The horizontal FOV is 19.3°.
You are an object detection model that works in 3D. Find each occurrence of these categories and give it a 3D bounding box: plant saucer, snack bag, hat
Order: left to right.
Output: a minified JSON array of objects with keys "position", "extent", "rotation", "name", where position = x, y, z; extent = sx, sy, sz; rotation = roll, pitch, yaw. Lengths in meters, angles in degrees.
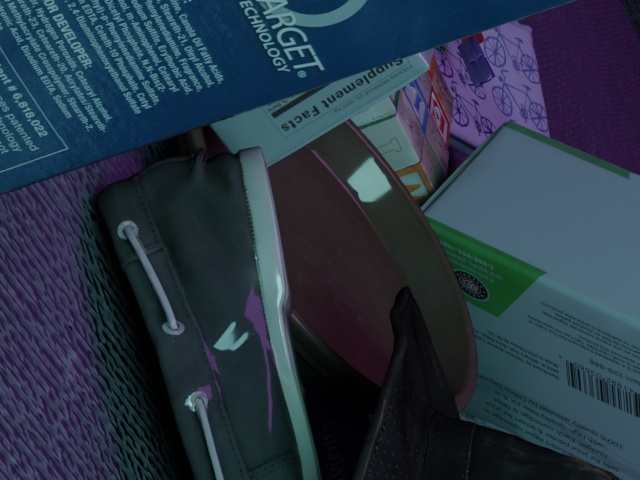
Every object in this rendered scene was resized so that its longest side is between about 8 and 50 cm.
[{"position":[0.000,0.000,1.193],"extent":[0.278,0.041,0.278],"rotation":[43,25,-26],"name":"plant saucer"},{"position":[0.100,-0.233,1.708],"extent":[0.323,0.037,0.342],"rotation":[24,50,-49],"name":"snack bag"},{"position":[0.105,0.190,1.013],"extent":[0.331,0.134,0.331],"rotation":[0,90,-76],"name":"hat"}]

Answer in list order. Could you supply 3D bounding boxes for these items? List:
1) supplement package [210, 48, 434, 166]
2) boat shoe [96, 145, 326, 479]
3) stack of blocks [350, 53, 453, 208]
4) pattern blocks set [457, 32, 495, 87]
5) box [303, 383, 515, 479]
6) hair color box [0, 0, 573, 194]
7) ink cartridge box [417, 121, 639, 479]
[{"position":[-0.048,-0.187,1.110],"extent":[0.244,0.134,0.139],"rotation":[53,23,-17],"name":"supplement package"},{"position":[-0.047,0.115,0.992],"extent":[0.112,0.095,0.335],"rotation":[77,2,-75],"name":"boat shoe"},{"position":[-0.001,-0.170,1.376],"extent":[0.171,0.087,0.297],"rotation":[-78,145,-57],"name":"stack of blocks"},{"position":[0.059,-0.267,1.512],"extent":[0.325,0.026,0.285],"rotation":[61,10,-18],"name":"pattern blocks set"},{"position":[0.079,0.212,1.277],"extent":[0.293,0.057,0.201],"rotation":[28,46,-60],"name":"box"},{"position":[-0.047,-0.135,0.794],"extent":[0.174,0.347,0.105],"rotation":[-82,149,-52],"name":"hair color box"},{"position":[0.200,0.080,1.398],"extent":[0.121,0.211,0.289],"rotation":[-47,146,-27],"name":"ink cartridge box"}]
